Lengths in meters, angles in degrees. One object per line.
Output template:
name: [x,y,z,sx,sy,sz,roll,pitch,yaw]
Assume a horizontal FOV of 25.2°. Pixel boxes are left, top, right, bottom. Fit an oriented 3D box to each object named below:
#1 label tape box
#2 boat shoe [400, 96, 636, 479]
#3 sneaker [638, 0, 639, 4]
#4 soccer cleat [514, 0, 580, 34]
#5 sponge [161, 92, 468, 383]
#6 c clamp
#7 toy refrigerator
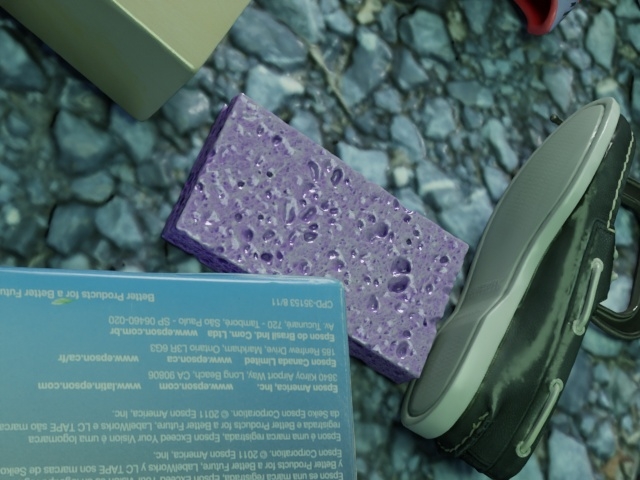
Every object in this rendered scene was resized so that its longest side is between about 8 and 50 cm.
label tape box: [-0.105,0.196,0.861,0.249,0.115,0.348,3,77,-27]
boat shoe: [0.164,0.033,1.059,0.091,0.114,0.302,36,74,-14]
sneaker: [0.375,-0.207,1.245,0.147,0.104,0.296,-33,98,-33]
soccer cleat: [0.117,-0.267,1.135,0.248,0.083,0.095,38,66,-17]
sponge: [0.000,0.000,1.019,0.210,0.031,0.117,33,63,-17]
c clamp: [0.225,-0.004,1.151,0.137,0.022,0.161,22,65,-27]
toy refrigerator: [-0.181,-0.210,0.949,0.269,0.094,0.102,40,54,-13]
